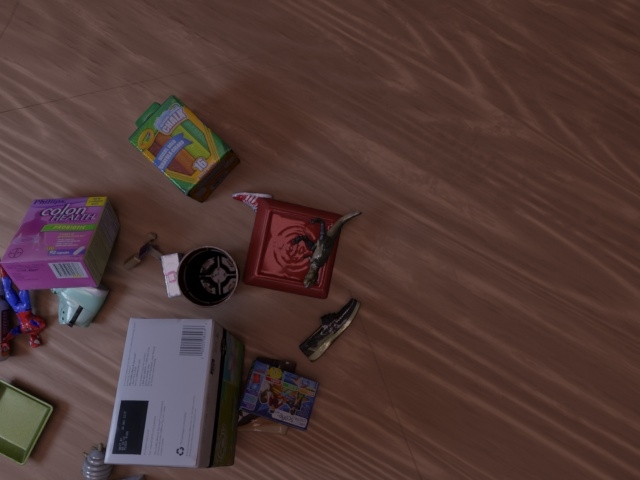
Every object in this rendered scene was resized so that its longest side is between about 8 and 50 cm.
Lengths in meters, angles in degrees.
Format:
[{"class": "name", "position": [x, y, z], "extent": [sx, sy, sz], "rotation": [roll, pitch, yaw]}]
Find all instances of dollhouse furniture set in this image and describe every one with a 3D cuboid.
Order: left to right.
[{"class": "dollhouse furniture set", "position": [-0.517, 0.050, 1.503], "extent": [0.114, 0.091, 0.081], "rotation": [-31, 130, 20]}]

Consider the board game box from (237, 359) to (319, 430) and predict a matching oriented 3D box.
[{"class": "board game box", "position": [-0.114, 0.431, 1.401], "extent": [0.201, 0.035, 0.136], "rotation": [25, 65, -16]}]

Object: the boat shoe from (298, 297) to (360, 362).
[{"class": "boat shoe", "position": [0.025, 0.249, 1.460], "extent": [0.073, 0.080, 0.224], "rotation": [39, 92, -4]}]

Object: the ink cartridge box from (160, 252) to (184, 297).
[{"class": "ink cartridge box", "position": [-0.416, 0.101, 1.460], "extent": [0.052, 0.088, 0.123], "rotation": [-10, 88, -3]}]

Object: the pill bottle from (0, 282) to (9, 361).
[{"class": "pill bottle", "position": [-0.956, 0.234, 1.437], "extent": [0.121, 0.121, 0.222], "rotation": [-2, 87, 0]}]

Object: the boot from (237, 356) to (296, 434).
[{"class": "boot", "position": [-0.196, 0.443, 1.463], "extent": [0.248, 0.090, 0.207], "rotation": [4, 75, 1]}]

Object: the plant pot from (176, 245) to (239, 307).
[{"class": "plant pot", "position": [-0.301, 0.099, 1.423], "extent": [0.166, 0.165, 0.167], "rotation": [0, 88, 0]}]

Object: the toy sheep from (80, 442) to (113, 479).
[{"class": "toy sheep", "position": [-0.635, 0.636, 1.438], "extent": [0.091, 0.091, 0.132], "rotation": [9, 106, 0]}]

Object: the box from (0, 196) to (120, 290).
[{"class": "box", "position": [-0.701, 0.004, 1.387], "extent": [0.213, 0.117, 0.243], "rotation": [-2, 46, 0]}]

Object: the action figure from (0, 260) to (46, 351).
[{"class": "action figure", "position": [-0.852, 0.189, 1.412], "extent": [0.091, 0.139, 0.281], "rotation": [-13, 108, -6]}]

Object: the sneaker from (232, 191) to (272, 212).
[{"class": "sneaker", "position": [-0.203, -0.107, 1.494], "extent": [0.118, 0.042, 0.067], "rotation": [3, 84, -2]}]

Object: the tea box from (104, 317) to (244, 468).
[{"class": "tea box", "position": [-0.344, 0.394, 1.282], "extent": [0.219, 0.324, 0.329], "rotation": [0, 68, 5]}]

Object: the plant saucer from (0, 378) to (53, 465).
[{"class": "plant saucer", "position": [-0.885, 0.518, 1.462], "extent": [0.188, 0.045, 0.189], "rotation": [27, 88, 1]}]

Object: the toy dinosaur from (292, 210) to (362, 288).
[{"class": "toy dinosaur", "position": [0.000, 0.000, 1.425], "extent": [0.118, 0.064, 0.268], "rotation": [35, 83, -22]}]

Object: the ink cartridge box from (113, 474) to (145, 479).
[{"class": "ink cartridge box", "position": [-0.636, 0.753, 1.376], "extent": [0.272, 0.197, 0.114], "rotation": [-12, 86, -1]}]

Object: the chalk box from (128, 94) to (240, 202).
[{"class": "chalk box", "position": [-0.401, -0.274, 1.433], "extent": [0.289, 0.179, 0.180], "rotation": [42, 88, 1]}]

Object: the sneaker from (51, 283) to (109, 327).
[{"class": "sneaker", "position": [-0.759, 0.156, 1.456], "extent": [0.255, 0.094, 0.151], "rotation": [26, 91, 2]}]

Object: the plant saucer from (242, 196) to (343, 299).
[{"class": "plant saucer", "position": [-0.075, 0.024, 1.465], "extent": [0.258, 0.047, 0.259], "rotation": [12, 88, -9]}]
